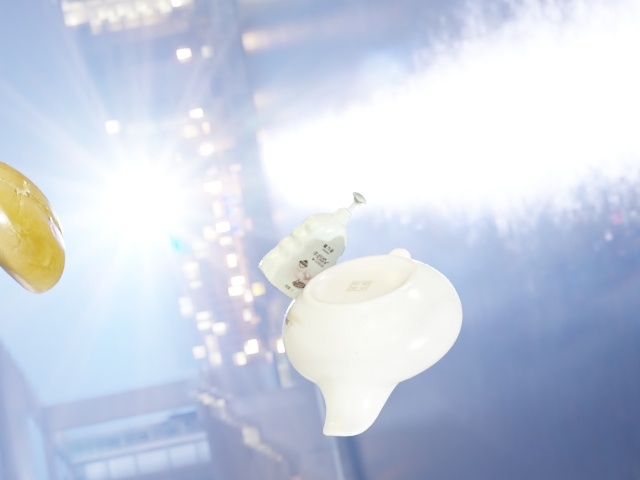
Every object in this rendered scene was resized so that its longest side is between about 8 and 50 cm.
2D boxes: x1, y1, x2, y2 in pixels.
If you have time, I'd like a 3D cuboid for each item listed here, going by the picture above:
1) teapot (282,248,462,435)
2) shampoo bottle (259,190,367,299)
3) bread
[{"bbox_3d":[0.066,0.099,1.711,0.298,0.204,0.139,-41,-59,-50],"label":"teapot"},{"bbox_3d":[0.000,0.000,1.829,0.077,0.152,0.045,40,-174,-39],"label":"shampoo bottle"},{"bbox_3d":[-0.309,-0.018,1.538,0.114,0.077,0.189,56,180,36],"label":"bread"}]
